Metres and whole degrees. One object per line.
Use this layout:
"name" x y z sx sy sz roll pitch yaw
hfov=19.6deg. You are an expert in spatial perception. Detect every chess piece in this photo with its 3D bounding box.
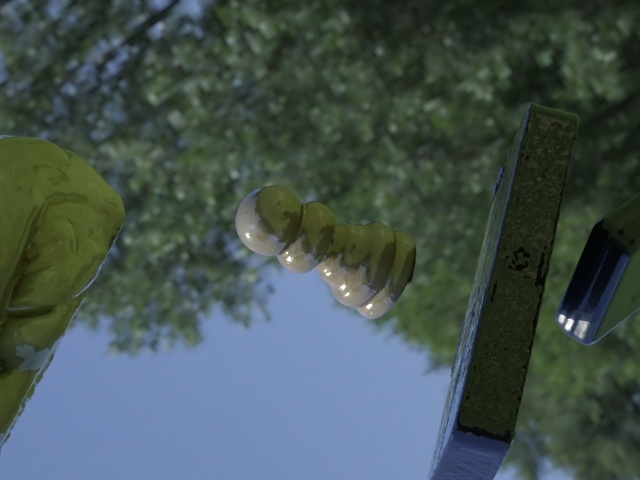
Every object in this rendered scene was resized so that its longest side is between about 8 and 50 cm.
"chess piece" 0.000 0.000 1.778 0.170 0.094 0.094 28 -152 -21

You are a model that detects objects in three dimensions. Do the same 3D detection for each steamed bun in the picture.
"steamed bun" -0.280 0.062 1.195 0.203 0.289 0.276 29 -153 -8

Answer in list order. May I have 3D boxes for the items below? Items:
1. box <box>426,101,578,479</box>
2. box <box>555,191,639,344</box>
"box" 0.166 0.063 1.703 0.211 0.058 0.350 100 -176 -63
"box" 0.329 -0.002 1.807 0.230 0.160 0.050 -32 -118 -35
